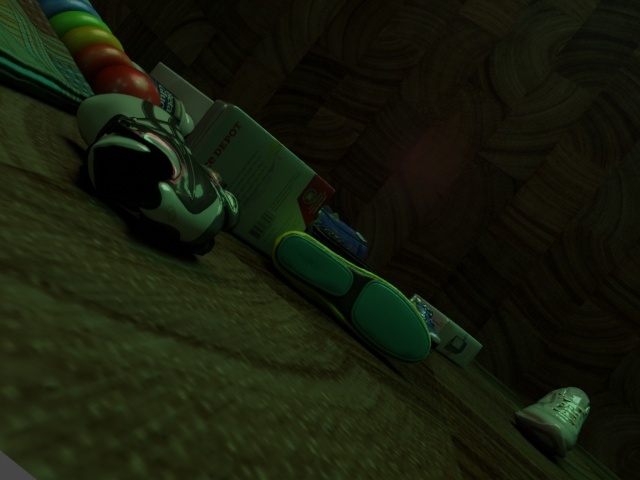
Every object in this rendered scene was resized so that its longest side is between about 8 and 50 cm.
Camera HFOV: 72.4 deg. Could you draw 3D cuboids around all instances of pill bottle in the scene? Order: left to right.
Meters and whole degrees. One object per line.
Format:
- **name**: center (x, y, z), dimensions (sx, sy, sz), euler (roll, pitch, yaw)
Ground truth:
- **pill bottle**: center (-0.297, -0.229, 0.763), dimensions (0.094, 0.094, 0.169), euler (40, 3, 19)

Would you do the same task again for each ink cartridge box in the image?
- **ink cartridge box**: center (-0.100, -0.083, 0.592), dimensions (0.176, 0.128, 0.127), euler (38, 2, -31)
- **ink cartridge box**: center (0.348, 0.264, 1.278), dimensions (0.212, 0.093, 0.154), euler (39, 1, -38)

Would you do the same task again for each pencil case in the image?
- **pencil case**: center (0.028, -0.019, 1.335), dimensions (0.306, 0.133, 0.119), euler (36, 37, -42)

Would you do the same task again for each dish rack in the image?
- **dish rack**: center (0.000, 0.000, 1.074), dimensions (0.208, 0.074, 0.271), euler (38, 7, -32)

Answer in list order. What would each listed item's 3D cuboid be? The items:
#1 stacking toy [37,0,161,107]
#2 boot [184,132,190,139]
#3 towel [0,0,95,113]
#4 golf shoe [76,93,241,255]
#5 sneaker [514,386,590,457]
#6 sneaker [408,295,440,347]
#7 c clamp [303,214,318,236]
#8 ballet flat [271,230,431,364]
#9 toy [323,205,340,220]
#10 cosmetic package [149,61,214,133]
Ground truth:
- **stacking toy**: center (-0.346, -0.272, 0.625), dimensions (0.330, 0.141, 0.141), euler (45, 4, 20)
- **boot**: center (-0.169, -0.127, 0.849), dimensions (0.229, 0.091, 0.263), euler (38, 4, -26)
- **towel**: center (-0.348, -0.262, 0.367), dimensions (0.271, 0.040, 0.370), euler (58, 2, 0)
- **golf shoe**: center (-0.147, -0.073, 0.342), dimensions (0.198, 0.077, 0.094), euler (39, 2, 23)
- **sneaker**: center (0.515, 0.378, 0.961), dimensions (0.114, 0.152, 0.305), euler (43, 5, 29)
- **sneaker**: center (0.252, 0.202, 1.121), dimensions (0.080, 0.081, 0.211), euler (40, 3, -19)
- **c clamp**: center (-0.041, -0.038, 0.678), dimensions (0.022, 0.137, 0.160), euler (18, 18, -27)
- **ballet flat**: center (0.036, 0.069, 0.552), dimensions (0.231, 0.077, 0.077), euler (37, -14, -1)
- **toy**: center (-0.052, -0.069, 1.463), dimensions (0.237, 0.056, 0.137), euler (3, -26, 31)
- **cosmetic package**: center (-0.268, -0.242, 0.983), dimensions (0.224, 0.138, 0.225), euler (40, 1, 27)
